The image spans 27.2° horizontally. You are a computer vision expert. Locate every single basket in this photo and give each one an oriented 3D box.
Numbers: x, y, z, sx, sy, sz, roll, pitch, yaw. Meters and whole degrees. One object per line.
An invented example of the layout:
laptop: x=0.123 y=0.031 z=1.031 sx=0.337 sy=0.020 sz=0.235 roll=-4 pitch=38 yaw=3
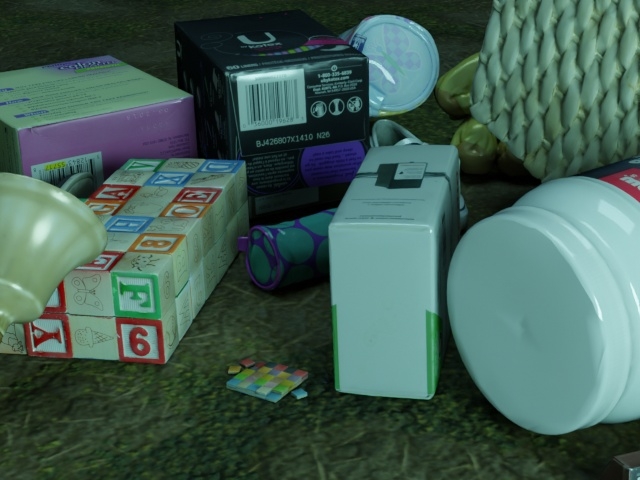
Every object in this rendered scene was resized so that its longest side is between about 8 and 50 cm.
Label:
basket: x=0.360 y=-0.197 z=1.304 sx=0.266 sy=0.331 sz=0.328 roll=-17 pitch=50 yaw=-28

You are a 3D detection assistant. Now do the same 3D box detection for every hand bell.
hand bell: x=-0.257 y=0.081 z=1.004 sx=0.126 sy=0.126 sz=0.242 roll=4 pitch=57 yaw=15

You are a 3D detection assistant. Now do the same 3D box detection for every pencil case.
pencil case: x=0.056 y=-0.201 z=1.630 sx=0.113 sy=0.124 sz=0.273 roll=19 pitch=-2 yaw=-13
pencil case: x=0.000 y=0.000 z=1.300 sx=0.151 sy=0.064 sz=0.070 roll=-16 pitch=42 yaw=-33

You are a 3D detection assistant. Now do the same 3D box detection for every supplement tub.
supplement tub: x=0.255 y=0.030 z=1.035 sx=0.272 sy=0.191 sz=0.191 roll=-17 pitch=26 yaw=-33

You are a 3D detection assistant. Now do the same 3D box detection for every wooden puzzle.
wooden puzzle: x=-0.044 y=0.115 z=1.094 sx=0.083 sy=0.006 sz=0.049 roll=12 pitch=26 yaw=30

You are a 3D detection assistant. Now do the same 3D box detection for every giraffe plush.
giraffe plush: x=0.225 y=-0.172 z=1.607 sx=0.181 sy=0.210 sz=0.170 roll=1 pitch=-6 yaw=2

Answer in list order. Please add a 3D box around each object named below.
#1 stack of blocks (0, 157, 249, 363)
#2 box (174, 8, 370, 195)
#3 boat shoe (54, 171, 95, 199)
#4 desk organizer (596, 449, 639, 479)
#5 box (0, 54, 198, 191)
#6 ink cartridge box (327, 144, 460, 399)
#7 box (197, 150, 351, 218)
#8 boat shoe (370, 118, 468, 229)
stack of blocks: x=-0.187 y=0.008 z=1.264 sx=0.171 sy=0.087 sz=0.297 roll=3 pitch=23 yaw=12
box: x=-0.060 y=-0.166 z=1.513 sx=0.165 sy=0.143 sz=0.270 roll=-8 pitch=23 yaw=-16
boat shoe: x=-0.291 y=-0.019 z=1.360 sx=0.065 sy=0.075 sz=0.206 roll=6 pitch=28 yaw=12
desk organizer: x=0.255 y=0.154 z=0.923 sx=0.130 sy=0.047 sz=0.050 roll=-11 pitch=21 yaw=-21
box: x=-0.294 y=-0.125 z=1.564 sx=0.213 sy=0.117 sz=0.243 roll=-15 pitch=26 yaw=-29
ink cartridge box: x=0.068 y=0.019 z=1.132 sx=0.086 sy=0.153 sz=0.208 roll=2 pitch=21 yaw=12
box: x=-0.073 y=-0.085 z=1.557 sx=0.136 sy=0.037 sz=0.225 roll=-14 pitch=24 yaw=-27
boat shoe: x=0.094 y=-0.075 z=1.462 sx=0.083 sy=0.076 sz=0.226 roll=-10 pitch=23 yaw=-19
